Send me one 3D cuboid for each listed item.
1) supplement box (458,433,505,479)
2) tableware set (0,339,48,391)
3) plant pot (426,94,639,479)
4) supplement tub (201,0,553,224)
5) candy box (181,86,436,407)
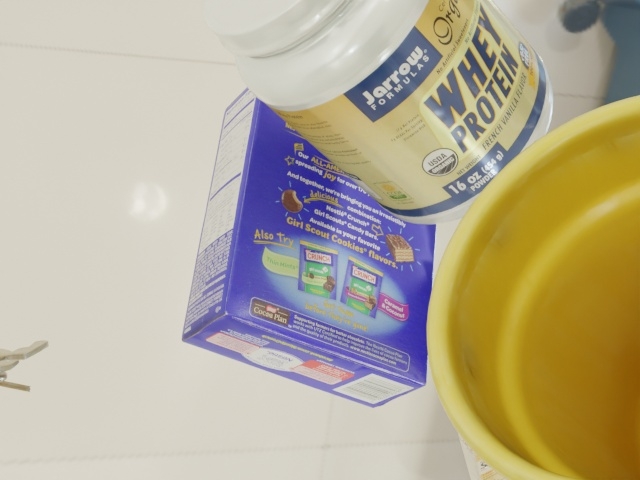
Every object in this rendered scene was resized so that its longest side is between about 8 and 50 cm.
[{"bbox_3d":[0.209,0.260,1.363,0.062,0.036,0.098,-28,126,-12],"label":"supplement box"},{"bbox_3d":[-0.253,0.098,0.730,0.128,0.194,0.039,-4,92,-1],"label":"tableware set"},{"bbox_3d":[0.231,0.076,0.691,0.254,0.254,0.239,-51,133,-1],"label":"plant pot"},{"bbox_3d":[0.059,-0.184,1.112,0.316,0.228,0.228,38,90,-37],"label":"supplement tub"},{"bbox_3d":[0.000,0.000,1.323,0.268,0.122,0.317,23,59,-26],"label":"candy box"}]
